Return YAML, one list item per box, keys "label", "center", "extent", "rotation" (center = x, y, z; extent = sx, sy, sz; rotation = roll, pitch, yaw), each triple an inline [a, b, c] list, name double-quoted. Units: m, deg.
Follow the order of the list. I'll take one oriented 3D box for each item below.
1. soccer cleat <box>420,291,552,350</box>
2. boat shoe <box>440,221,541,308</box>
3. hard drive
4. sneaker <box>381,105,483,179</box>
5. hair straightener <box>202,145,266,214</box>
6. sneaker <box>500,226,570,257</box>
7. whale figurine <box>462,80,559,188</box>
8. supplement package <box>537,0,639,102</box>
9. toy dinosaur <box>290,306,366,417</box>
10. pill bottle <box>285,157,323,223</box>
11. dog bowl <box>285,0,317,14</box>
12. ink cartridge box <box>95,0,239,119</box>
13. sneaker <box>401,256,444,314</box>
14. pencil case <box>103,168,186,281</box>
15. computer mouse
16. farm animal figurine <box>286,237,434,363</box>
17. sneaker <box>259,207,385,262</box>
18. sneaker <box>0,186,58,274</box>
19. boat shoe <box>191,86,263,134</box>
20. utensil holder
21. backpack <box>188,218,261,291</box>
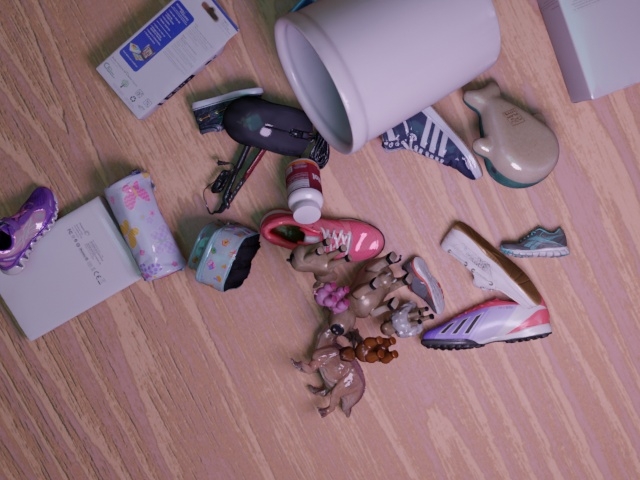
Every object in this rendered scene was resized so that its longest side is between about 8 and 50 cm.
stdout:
- label: "soccer cleat"
  center: [0.401, 0.203, 1.926]
  extent: [0.318, 0.108, 0.116]
  rotation: [-9, 78, 6]
- label: "boat shoe"
  center: [0.409, 0.077, 1.898]
  extent: [0.277, 0.098, 0.096]
  rotation: [45, 115, 15]
- label: "hard drive"
  center: [-0.646, 0.073, 1.989]
  extent: [0.353, 0.047, 0.233]
  rotation: [-29, 95, 6]
- label: "sneaker"
  center: [0.248, -0.222, 1.867]
  extent: [0.153, 0.099, 0.282]
  rotation: [-40, 87, 3]
- label: "hair straightener"
  center: [-0.223, -0.165, 1.938]
  extent: [0.089, 0.047, 0.230]
  rotation: [33, 103, -1]
- label: "sneaker"
  center: [0.522, 0.004, 1.910]
  extent: [0.167, 0.065, 0.076]
  rotation: [-1, 81, 0]
- label: "whale figurine"
  center: [0.435, -0.243, 1.849]
  extent: [0.216, 0.141, 0.272]
  rotation: [-27, 73, -22]
- label: "supplement package"
  center: [0.626, -0.480, 1.772]
  extent: [0.178, 0.175, 0.292]
  rotation: [-20, 96, 4]
- label: "toy dinosaur"
  center: [0.053, 0.314, 1.947]
  extent: [0.200, 0.127, 0.295]
  rotation: [-27, 101, 0]
- label: "pill bottle"
  center: [-0.038, -0.116, 1.860]
  extent: [0.086, 0.152, 0.086]
  rotation: [-4, 141, -3]
- label: "dog bowl"
  center: [0.020, -0.534, 1.853]
  extent: [0.166, 0.074, 0.297]
  rotation: [44, 97, -3]
- label: "ink cartridge box"
  center: [-0.364, -0.459, 1.892]
  extent: [0.333, 0.065, 0.165]
  rotation: [-38, 94, 9]
- label: "sneaker"
  center: [0.254, 0.116, 1.945]
  extent: [0.065, 0.061, 0.157]
  rotation: [-24, 95, 33]
- label: "pencil case"
  center: [-0.430, -0.035, 1.929]
  extent: [0.114, 0.124, 0.273]
  rotation: [-18, 96, 38]
- label: "computer mouse"
  center: [-0.094, -0.274, 1.861]
  extent: [0.272, 0.072, 0.188]
  rotation: [7, 102, -14]
- label: "farm animal figurine"
  center: [0.075, 0.130, 1.837]
  extent: [0.172, 0.327, 0.330]
  rotation: [-26, 92, 44]
- label: "sneaker"
  center: [0.000, 0.001, 1.895]
  extent: [0.314, 0.136, 0.115]
  rotation: [8, 99, 2]
- label: "sneaker"
  center: [-0.736, -0.035, 1.919]
  extent: [0.095, 0.104, 0.236]
  rotation: [17, 73, 29]
- label: "boat shoe"
  center: [-0.219, -0.316, 1.906]
  extent: [0.184, 0.065, 0.083]
  rotation: [-13, 99, 11]
- label: "utensil holder"
  center: [0.143, -0.420, 1.697]
  extent: [0.386, 0.327, 0.327]
  rotation: [-32, 95, -10]
- label: "backpack"
  center: [-0.235, 0.037, 1.888]
  extent: [0.145, 0.188, 0.165]
  rotation: [25, 99, 0]
